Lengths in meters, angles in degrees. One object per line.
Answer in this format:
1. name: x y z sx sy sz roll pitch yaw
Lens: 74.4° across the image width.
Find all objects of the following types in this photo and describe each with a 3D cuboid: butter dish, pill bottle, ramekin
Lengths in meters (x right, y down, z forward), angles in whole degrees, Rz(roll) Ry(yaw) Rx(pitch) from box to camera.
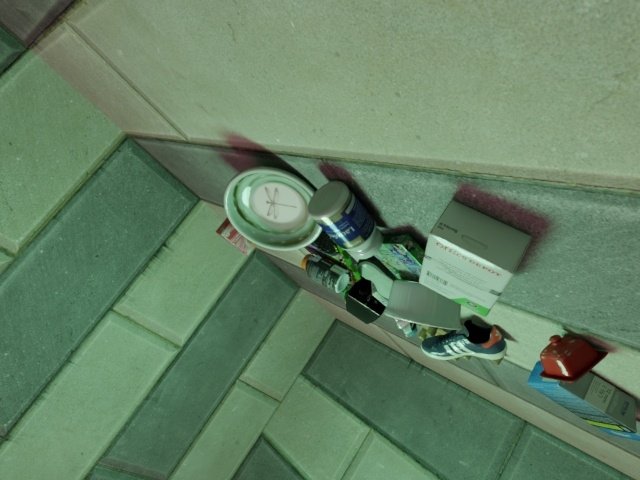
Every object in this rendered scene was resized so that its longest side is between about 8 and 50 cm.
1. butter dish: 0.744 0.342 1.286 0.118 0.160 0.160 57 166 4
2. pill bottle: 0.019 0.155 2.135 0.246 0.130 0.130 27 164 28
3. pill bottle: 0.091 -0.060 1.398 0.153 0.153 0.265 17 158 51
4. ramekin: 0.378 0.228 1.539 0.277 0.135 0.277 10 177 1

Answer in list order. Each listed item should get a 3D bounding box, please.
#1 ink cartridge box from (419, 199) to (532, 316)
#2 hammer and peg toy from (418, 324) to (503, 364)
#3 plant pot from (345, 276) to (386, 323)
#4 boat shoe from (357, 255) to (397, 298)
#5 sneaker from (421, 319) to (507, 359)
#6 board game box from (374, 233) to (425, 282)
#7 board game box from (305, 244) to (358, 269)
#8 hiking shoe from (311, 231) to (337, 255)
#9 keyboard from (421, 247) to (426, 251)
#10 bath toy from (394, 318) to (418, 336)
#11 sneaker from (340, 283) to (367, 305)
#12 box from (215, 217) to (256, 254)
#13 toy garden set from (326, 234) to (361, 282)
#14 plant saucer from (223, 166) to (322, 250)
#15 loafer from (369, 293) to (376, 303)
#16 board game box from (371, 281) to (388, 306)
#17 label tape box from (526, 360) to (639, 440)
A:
1. ink cartridge box: 0.387 0.055 1.098 0.211 0.121 0.289 29 158 21
2. hammer and peg toy: 0.640 0.484 1.969 0.361 0.127 0.266 33 166 10
3. plant pot: 0.229 0.294 2.066 0.187 0.188 0.167 32 140 11
4. boat shoe: 0.273 0.156 1.829 0.114 0.091 0.302 -16 132 34
5. sneaker: 0.569 0.397 1.733 0.350 0.131 0.148 -12 118 33
6. board game box: 0.291 0.067 1.493 0.213 0.046 0.317 43 169 -13
7. board game box: 0.045 0.070 2.157 0.208 0.056 0.347 39 166 -33
8. hiking shoe: 0.000 0.000 1.990 0.227 0.086 0.114 38 179 20
9. keyboard: 0.441 0.090 1.337 0.201 0.033 0.317 46 164 -20
10. bath toy: 0.413 0.347 2.059 0.151 0.129 0.348 49 175 33
11. sneaker: 0.242 0.347 2.512 0.343 0.134 0.146 42 -170 -39
12. box: -0.293 -0.102 1.829 0.154 0.300 0.142 40 169 -21
13. toy garden set: 0.093 0.073 1.822 0.244 0.049 0.204 60 179 23
14. plant saucer: -0.173 -0.135 1.655 0.401 0.100 0.400 8 133 8
15. loafer: 0.320 0.320 2.238 0.087 0.094 0.251 10 152 51
16. board game box: 0.279 0.222 1.953 0.103 0.026 0.154 41 -152 -21
17. label tape box: 0.979 0.576 1.531 0.348 0.115 0.249 30 166 10
